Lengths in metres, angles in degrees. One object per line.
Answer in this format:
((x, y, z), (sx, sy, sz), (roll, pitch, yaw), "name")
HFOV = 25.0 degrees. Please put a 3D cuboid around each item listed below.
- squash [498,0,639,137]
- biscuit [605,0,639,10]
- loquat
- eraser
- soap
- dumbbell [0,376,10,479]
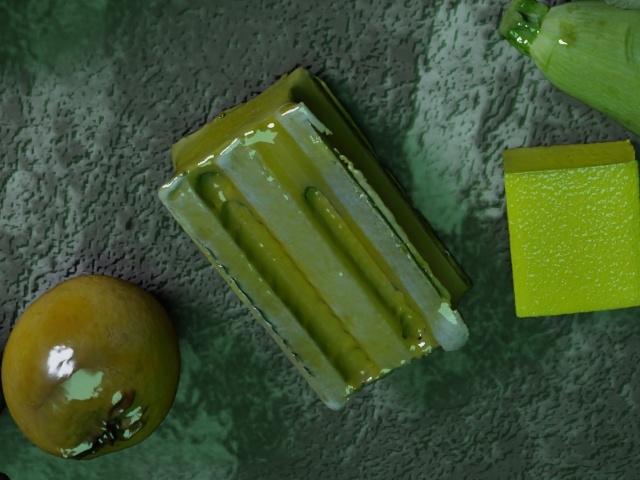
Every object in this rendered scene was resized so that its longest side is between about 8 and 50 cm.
((0.300, -0.091, 0.958), (0.371, 0.118, 0.118), (15, 119, 0), "squash")
((0.149, -0.234, 0.872), (0.281, 0.179, 0.084), (40, 138, -8), "biscuit")
((-0.175, 0.097, 1.099), (0.141, 0.141, 0.141), (2, 119, 4), "loquat")
((0.185, -0.009, 1.054), (0.097, 0.045, 0.122), (-6, 117, 9), "eraser")
((0.000, 0.001, 1.061), (0.135, 0.076, 0.233), (-29, 113, 19), "soap")
((-0.368, 0.123, 1.101), (0.290, 0.192, 0.192), (34, 117, -13), "dumbbell")
